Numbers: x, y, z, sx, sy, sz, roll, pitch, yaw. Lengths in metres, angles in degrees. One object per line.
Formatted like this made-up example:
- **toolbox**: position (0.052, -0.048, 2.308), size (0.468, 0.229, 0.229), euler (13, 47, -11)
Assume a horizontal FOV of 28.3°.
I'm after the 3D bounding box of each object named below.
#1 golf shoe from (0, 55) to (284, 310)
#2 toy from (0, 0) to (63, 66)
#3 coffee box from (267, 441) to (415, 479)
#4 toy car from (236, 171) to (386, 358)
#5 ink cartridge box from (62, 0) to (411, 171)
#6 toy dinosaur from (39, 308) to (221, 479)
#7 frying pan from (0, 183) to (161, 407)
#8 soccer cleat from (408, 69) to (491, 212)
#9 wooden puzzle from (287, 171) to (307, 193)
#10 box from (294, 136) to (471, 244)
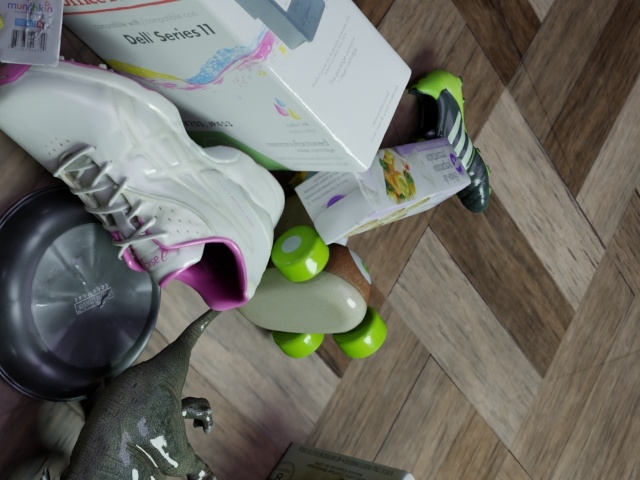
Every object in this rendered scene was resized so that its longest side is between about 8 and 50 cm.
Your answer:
- **golf shoe**: position (-0.154, -0.046, 1.091), size (0.306, 0.115, 0.140), euler (29, 48, -32)
- **toy**: position (-0.261, -0.259, 1.019), size (0.056, 0.137, 0.237), euler (43, 53, -85)
- **coffee box**: position (-0.023, 0.365, 1.271), size (0.297, 0.168, 0.119), euler (-54, 129, -28)
- **toy car**: position (0.000, 0.000, 1.288), size (0.155, 0.149, 0.188), euler (53, 46, -39)
- **ink cartridge box**: position (-0.107, -0.204, 1.095), size (0.353, 0.207, 0.119), euler (43, 63, -38)
- **toy dinosaur**: position (-0.161, 0.185, 1.097), size (0.313, 0.121, 0.160), euler (-51, 146, -6)
- **frying pan**: position (-0.219, 0.112, 1.132), size (0.197, 0.053, 0.326), euler (4, 88, -45)
- **soccer cleat**: position (0.148, -0.110, 1.482), size (0.072, 0.060, 0.179), euler (-28, 108, -30)
- **wooden puzzle**: position (0.012, -0.052, 1.375), size (0.116, 0.014, 0.078), euler (47, 66, -38)
- **box**: position (0.073, -0.057, 1.305), size (0.063, 0.067, 0.324), euler (61, 22, 4)
